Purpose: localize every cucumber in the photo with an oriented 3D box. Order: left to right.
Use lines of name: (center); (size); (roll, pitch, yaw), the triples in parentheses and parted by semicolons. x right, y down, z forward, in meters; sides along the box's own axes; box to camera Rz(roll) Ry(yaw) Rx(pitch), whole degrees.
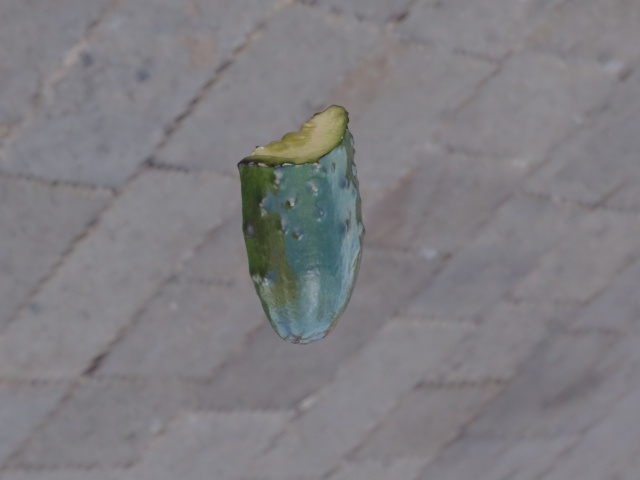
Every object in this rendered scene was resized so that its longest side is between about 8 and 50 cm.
cucumber: (0.000, 0.000, 0.884); (0.067, 0.035, 0.107); (-33, 127, -38)
